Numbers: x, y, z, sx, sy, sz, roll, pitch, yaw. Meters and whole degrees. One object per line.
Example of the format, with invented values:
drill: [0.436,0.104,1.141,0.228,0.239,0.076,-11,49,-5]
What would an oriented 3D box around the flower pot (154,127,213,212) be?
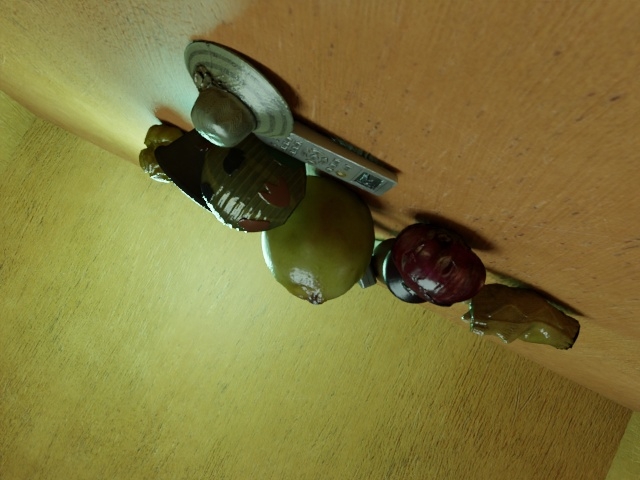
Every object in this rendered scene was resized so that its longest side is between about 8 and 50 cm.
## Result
flower pot: [-0.270,-0.199,1.543,0.269,0.166,0.269,40,-166,-11]

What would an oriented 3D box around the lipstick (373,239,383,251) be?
lipstick: [0.175,0.032,2.154,0.077,0.079,0.253,30,171,-19]

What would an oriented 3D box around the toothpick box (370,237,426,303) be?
toothpick box: [0.251,0.076,1.777,0.192,0.192,0.294,28,178,-13]

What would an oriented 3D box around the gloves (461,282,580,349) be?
gloves: [0.556,0.209,1.720,0.356,0.156,0.203,12,-177,-10]

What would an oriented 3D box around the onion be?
onion: [0.282,0.060,1.493,0.246,0.190,0.246,39,-174,-5]

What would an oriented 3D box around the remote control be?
remote control: [0.011,-0.186,1.248,0.312,0.055,0.109,24,164,-10]

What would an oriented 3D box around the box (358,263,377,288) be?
box: [0.102,0.022,1.836,0.103,0.055,0.244,-122,11,-72]

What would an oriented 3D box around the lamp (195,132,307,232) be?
lamp: [-0.166,-0.156,1.368,0.284,0.250,0.250,41,173,-2]

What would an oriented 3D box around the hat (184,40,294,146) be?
hat: [-0.179,-0.234,1.117,0.252,0.110,0.252,30,162,11]

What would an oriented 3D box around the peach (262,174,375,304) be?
peach: [-0.002,-0.008,1.595,0.314,0.316,0.281,34,157,1]

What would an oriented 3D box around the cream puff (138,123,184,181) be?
cream puff: [-0.498,-0.278,1.960,0.194,0.195,0.221,32,169,-37]
